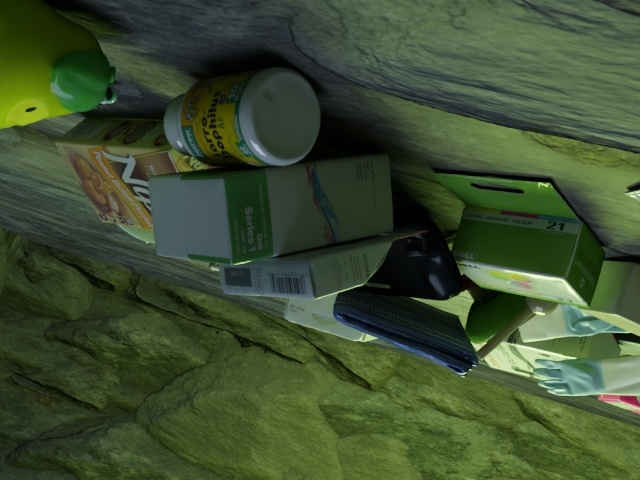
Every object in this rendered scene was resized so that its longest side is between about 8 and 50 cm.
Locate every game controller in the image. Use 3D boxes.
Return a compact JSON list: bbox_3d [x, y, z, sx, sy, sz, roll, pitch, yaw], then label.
[{"bbox_3d":[0.077,0.020,1.307,0.319,0.067,0.166,5,141,46],"label":"game controller"}]

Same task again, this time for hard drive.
[{"bbox_3d":[0.671,0.220,1.730,0.135,0.022,0.094,11,166,35],"label":"hard drive"}]

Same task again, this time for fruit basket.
[{"bbox_3d":[-0.462,-0.222,0.997,0.392,0.283,0.392,34,166,10],"label":"fruit basket"}]

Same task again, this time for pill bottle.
[{"bbox_3d":[-0.108,-0.152,1.039,0.117,0.118,0.208,29,165,-39],"label":"pill bottle"}]

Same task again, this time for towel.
[{"bbox_3d":[0.142,0.138,1.424,0.243,0.040,0.336,21,-173,2],"label":"towel"}]

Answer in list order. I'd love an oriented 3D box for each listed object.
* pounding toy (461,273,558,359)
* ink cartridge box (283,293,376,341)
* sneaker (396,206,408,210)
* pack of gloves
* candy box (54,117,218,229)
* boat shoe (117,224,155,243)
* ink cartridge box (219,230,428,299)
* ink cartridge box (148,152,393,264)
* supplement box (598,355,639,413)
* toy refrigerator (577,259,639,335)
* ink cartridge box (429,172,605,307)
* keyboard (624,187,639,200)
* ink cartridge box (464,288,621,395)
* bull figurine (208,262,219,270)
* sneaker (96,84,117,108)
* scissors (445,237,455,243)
[{"bbox_3d":[0.315,0.095,1.457,0.110,0.183,0.237,54,-170,-2],"label":"pounding toy"},{"bbox_3d":[0.070,0.149,1.931,0.207,0.117,0.283,14,-177,22],"label":"ink cartridge box"},{"bbox_3d":[0.160,-0.011,1.416,0.076,0.065,0.166,39,169,25],"label":"sneaker"},{"bbox_3d":[0.496,0.193,1.533,0.232,0.195,0.046,-8,-168,36],"label":"pack of gloves"},{"bbox_3d":[-0.299,-0.110,1.414,0.316,0.087,0.183,9,135,40],"label":"candy box"},{"bbox_3d":[-0.329,-0.050,1.836,0.367,0.136,0.156,15,175,-33],"label":"boat shoe"},{"bbox_3d":[0.009,0.031,1.125,0.232,0.066,0.189,-7,-177,-43],"label":"ink cartridge box"},{"bbox_3d":[-0.065,-0.050,1.138,0.278,0.117,0.201,-11,-171,-38],"label":"ink cartridge box"},{"bbox_3d":[0.797,0.363,1.960,0.220,0.111,0.114,21,168,-5],"label":"supplement box"},{"bbox_3d":[0.552,0.115,1.293,0.269,0.094,0.102,23,174,-17],"label":"toy refrigerator"},{"bbox_3d":[0.275,0.000,1.184,0.188,0.097,0.255,10,165,38],"label":"ink cartridge box"},{"bbox_3d":[0.493,-0.016,0.983,0.256,0.014,0.072,21,168,-9],"label":"keyboard"},{"bbox_3d":[0.464,0.211,1.730,0.272,0.114,0.197,11,156,37],"label":"ink cartridge box"},{"bbox_3d":[-0.183,0.066,2.164,0.310,0.101,0.188,27,169,-26],"label":"bull figurine"},{"bbox_3d":[-0.340,-0.224,1.274,0.098,0.038,0.069,24,173,25],"label":"sneaker"},{"bbox_3d":[0.208,0.018,1.559,0.109,0.021,0.297,27,165,-23],"label":"scissors"}]
